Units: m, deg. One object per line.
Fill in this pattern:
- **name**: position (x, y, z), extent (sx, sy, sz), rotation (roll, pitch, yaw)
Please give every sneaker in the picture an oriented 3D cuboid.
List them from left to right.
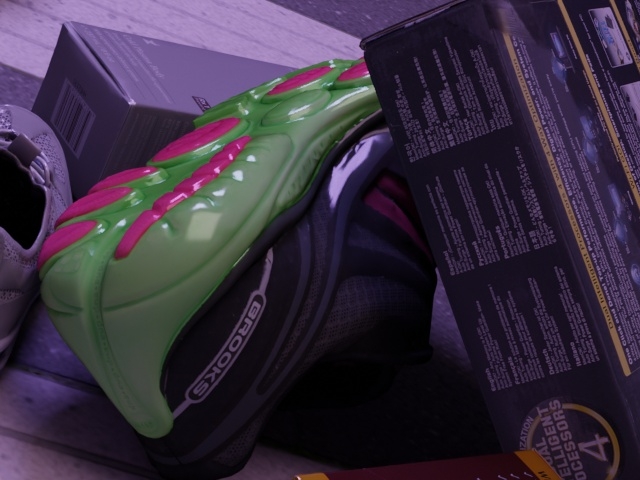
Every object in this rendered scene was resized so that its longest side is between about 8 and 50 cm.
- **sneaker**: position (-0.192, -0.022, 1.009), extent (0.105, 0.115, 0.281), rotation (22, 26, -16)
- **sneaker**: position (0.000, 0.000, 1.084), extent (0.185, 0.202, 0.483), rotation (-4, 21, 38)

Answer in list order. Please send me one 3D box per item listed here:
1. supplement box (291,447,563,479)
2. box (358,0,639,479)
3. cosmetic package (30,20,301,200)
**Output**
- **supplement box**: position (0.078, 0.221, 0.825), extent (0.194, 0.129, 0.191), rotation (2, 36, -45)
- **box**: position (0.194, 0.029, 1.053), extent (0.318, 0.097, 0.395), rotation (-21, 91, -62)
- **cosmetic package**: position (-0.089, -0.080, 1.250), extent (0.238, 0.107, 0.127), rotation (2, 33, -40)
